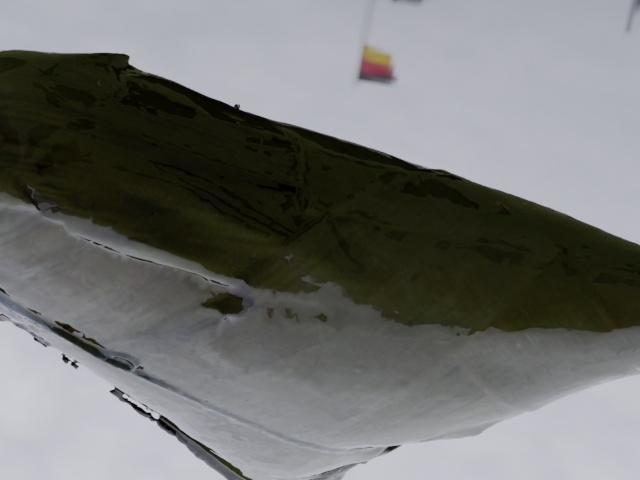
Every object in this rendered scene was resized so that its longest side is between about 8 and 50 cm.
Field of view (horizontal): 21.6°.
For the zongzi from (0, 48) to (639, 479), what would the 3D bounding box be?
[{"bbox_3d":[0.000,0.000,0.825,0.360,0.160,0.323,-11,145,43],"label":"zongzi"}]
